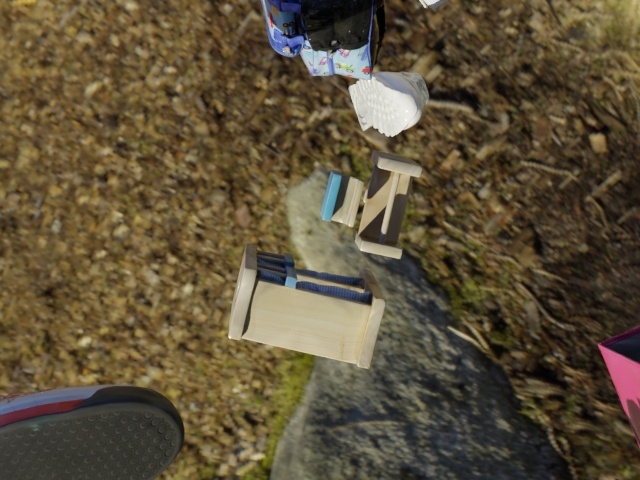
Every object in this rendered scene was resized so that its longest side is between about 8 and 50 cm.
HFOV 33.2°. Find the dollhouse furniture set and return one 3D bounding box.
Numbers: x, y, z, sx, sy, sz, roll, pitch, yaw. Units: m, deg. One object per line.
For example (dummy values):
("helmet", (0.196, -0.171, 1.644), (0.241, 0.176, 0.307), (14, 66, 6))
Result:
("dollhouse furniture set", (0.000, 0.000, 0.985), (0.129, 0.129, 0.184), (13, 99, -6))

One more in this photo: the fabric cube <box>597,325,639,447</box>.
("fabric cube", (0.544, 0.217, 1.370), (0.259, 0.254, 0.258), (-22, 90, 1))

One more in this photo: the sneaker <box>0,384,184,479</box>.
("sneaker", (-0.223, 0.121, 0.689), (0.270, 0.090, 0.145), (-22, 33, 1))

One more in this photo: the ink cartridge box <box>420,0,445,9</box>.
("ink cartridge box", (0.196, -0.453, 1.388), (0.273, 0.197, 0.114), (-34, 62, 15))

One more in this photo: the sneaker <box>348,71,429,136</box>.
("sneaker", (0.107, -0.199, 1.466), (0.094, 0.235, 0.090), (-17, 103, -7))

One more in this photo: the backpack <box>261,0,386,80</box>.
("backpack", (0.000, -0.236, 1.038), (0.116, 0.173, 0.158), (-12, 62, -2))
